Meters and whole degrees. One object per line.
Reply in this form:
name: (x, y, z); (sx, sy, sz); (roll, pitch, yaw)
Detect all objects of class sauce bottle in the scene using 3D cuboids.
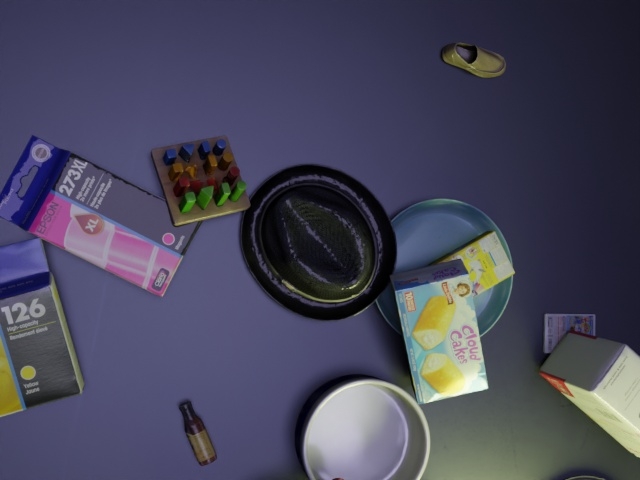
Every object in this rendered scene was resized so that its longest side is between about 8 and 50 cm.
sauce bottle: (-0.247, 0.385, 1.714); (0.042, 0.042, 0.128); (-22, 91, -12)

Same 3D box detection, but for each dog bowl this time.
dog bowl: (0.083, 0.409, 1.753); (0.264, 0.104, 0.265); (0, 88, -12)

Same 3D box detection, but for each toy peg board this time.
toy peg board: (-0.227, -0.131, 1.678); (0.161, 0.079, 0.161); (-14, 78, -25)

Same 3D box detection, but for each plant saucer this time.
plant saucer: (0.255, 0.070, 1.831); (0.317, 0.043, 0.318); (0, 88, -13)

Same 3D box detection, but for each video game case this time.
video game case: (0.553, 0.207, 1.908); (0.122, 0.011, 0.087); (2, 88, -12)

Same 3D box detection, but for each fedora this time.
fedora: (0.000, 0.000, 1.699); (0.334, 0.152, 0.334); (0, 87, -3)

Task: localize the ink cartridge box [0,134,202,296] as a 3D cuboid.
ink cartridge box: (-0.435, -0.048, 1.676); (0.371, 0.069, 0.176); (27, 83, -8)

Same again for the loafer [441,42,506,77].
loafer: (0.337, -0.391, 1.855); (0.148, 0.050, 0.056); (10, 87, -12)

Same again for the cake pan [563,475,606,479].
cake pan: (0.587, 0.669, 1.882); (0.293, 0.054, 0.293); (0, 89, -12)

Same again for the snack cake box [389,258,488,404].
snack cake box: (0.241, 0.185, 1.739); (0.152, 0.089, 0.264); (-13, 110, 1)

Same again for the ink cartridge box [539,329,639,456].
ink cartridge box: (0.649, 0.339, 1.811); (0.306, 0.226, 0.131); (39, 82, -13)

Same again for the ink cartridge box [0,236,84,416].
ink cartridge box: (-0.631, 0.181, 1.599); (0.303, 0.072, 0.307); (-15, 104, -10)

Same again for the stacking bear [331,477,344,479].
stacking bear: (-0.087, 0.573, 1.656); (0.289, 0.164, 0.175); (-9, 111, 22)

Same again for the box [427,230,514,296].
box: (0.307, 0.066, 1.800); (0.179, 0.043, 0.105); (-28, 96, -14)
